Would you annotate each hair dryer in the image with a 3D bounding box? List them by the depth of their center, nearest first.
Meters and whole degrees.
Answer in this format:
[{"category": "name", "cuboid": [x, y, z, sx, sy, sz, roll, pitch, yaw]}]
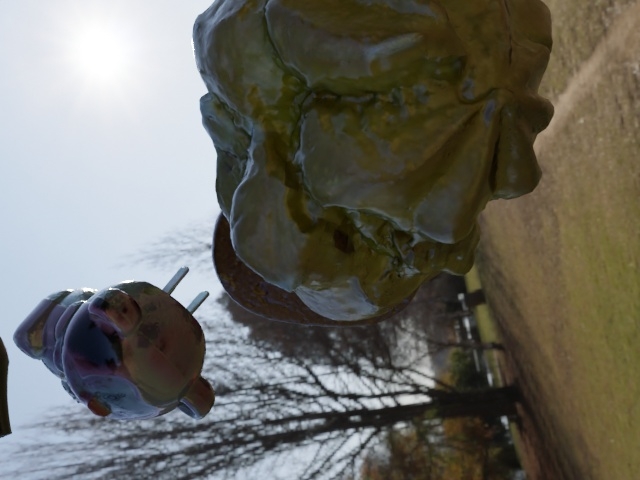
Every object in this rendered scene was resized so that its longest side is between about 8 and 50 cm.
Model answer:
[{"category": "hair dryer", "cuboid": [-0.685, 0.297, 1.512, 0.271, 0.091, 0.236, -31, 73, 55]}]

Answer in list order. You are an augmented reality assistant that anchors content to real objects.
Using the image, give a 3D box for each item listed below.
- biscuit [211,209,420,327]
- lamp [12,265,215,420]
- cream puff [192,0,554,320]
[{"category": "biscuit", "cuboid": [0.000, -0.001, 1.262, 0.063, 0.367, 0.314, -85, 1, -69]}, {"category": "lamp", "cuboid": [-0.288, 0.144, 1.117, 0.247, 0.301, 0.247, -50, -58, -30]}, {"category": "cream puff", "cuboid": [0.072, -0.103, 0.644, 0.378, 0.275, 0.378, -24, -59, -47]}]
